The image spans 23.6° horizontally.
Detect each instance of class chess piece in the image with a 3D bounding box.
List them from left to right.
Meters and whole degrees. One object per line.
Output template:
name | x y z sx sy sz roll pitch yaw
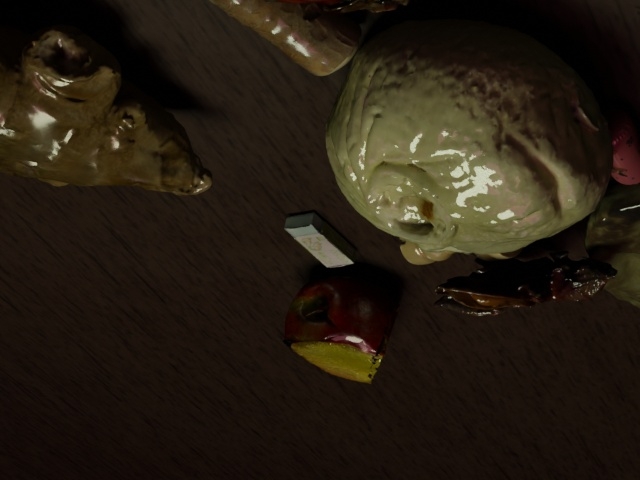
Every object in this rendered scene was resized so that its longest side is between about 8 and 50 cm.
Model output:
chess piece | 0.136 -0.008 1.481 0.066 0.066 0.122 34 152 -34

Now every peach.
peach | 0.034 0.094 1.674 0.127 0.093 0.172 4 163 25

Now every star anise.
star anise | 0.178 0.043 1.468 0.157 0.054 0.212 -15 -171 -11

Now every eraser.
eraser | 0.000 0.000 1.589 0.038 0.019 0.083 -6 146 34

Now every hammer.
hammer | 0.258 -0.081 1.317 0.043 0.043 0.083 -5 150 29

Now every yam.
yam | -0.081 -0.219 1.179 0.066 0.066 0.299 -17 142 42

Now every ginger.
ginger | -0.224 -0.115 1.372 0.270 0.123 0.219 8 155 -14

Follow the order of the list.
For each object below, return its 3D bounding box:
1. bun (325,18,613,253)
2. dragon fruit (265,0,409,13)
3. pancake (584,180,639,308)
bun | 0.119 -0.067 1.266 0.243 0.153 0.244 18 158 8
dragon fruit | -0.012 -0.268 0.897 0.250 0.250 0.315 -11 158 37
pancake | 0.378 0.007 1.422 0.294 0.050 0.294 8 153 4
